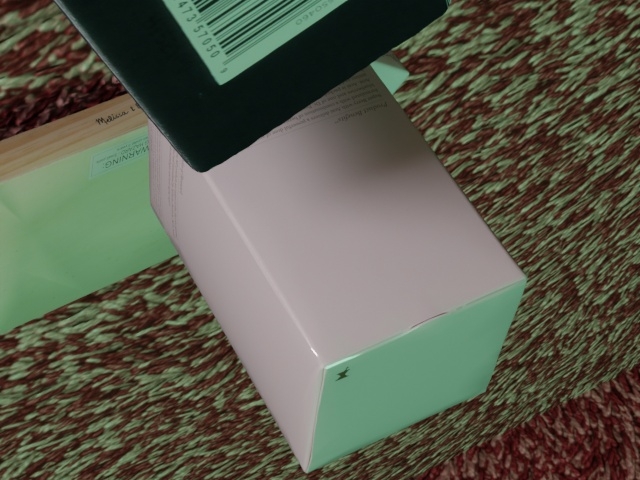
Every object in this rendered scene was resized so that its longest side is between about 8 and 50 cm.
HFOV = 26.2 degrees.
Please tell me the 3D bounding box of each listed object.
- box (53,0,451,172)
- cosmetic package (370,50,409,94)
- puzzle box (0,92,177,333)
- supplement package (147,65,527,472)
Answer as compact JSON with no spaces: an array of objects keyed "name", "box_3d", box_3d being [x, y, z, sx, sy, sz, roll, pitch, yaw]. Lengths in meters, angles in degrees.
[{"name":"box","box_3d":[-0.127,-0.294,0.866,0.212,0.395,0.293,-34,154,0]},{"name":"cosmetic package","box_3d":[-0.076,-0.199,1.263,0.138,0.224,0.224,-47,150,25]},{"name":"puzzle box","box_3d":[-0.208,-0.055,1.496,0.409,0.052,0.272,-25,152,-31]},{"name":"supplement package","box_3d":[0.000,0.000,1.101,0.178,0.293,0.175,-21,149,-20]}]
